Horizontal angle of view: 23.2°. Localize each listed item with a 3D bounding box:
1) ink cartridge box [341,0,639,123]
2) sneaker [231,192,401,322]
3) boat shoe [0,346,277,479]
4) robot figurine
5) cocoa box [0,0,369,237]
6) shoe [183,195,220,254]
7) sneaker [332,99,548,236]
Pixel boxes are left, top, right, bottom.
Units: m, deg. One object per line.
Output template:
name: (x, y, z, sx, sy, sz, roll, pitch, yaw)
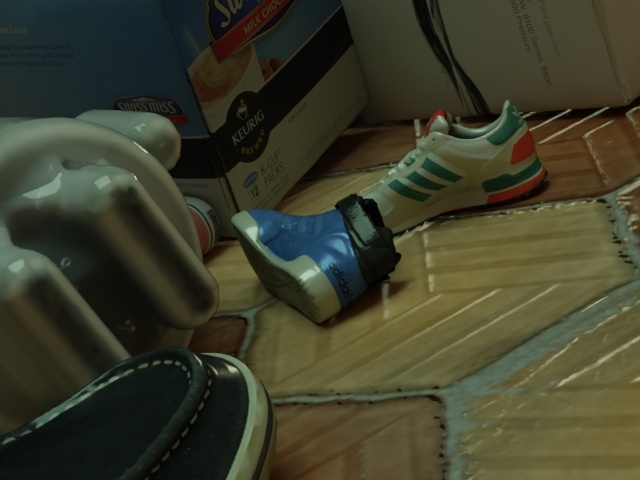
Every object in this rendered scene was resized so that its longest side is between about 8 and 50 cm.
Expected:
ink cartridge box: (0.177, -0.235, 1.387, 0.285, 0.166, 0.395, -34, 22, -35)
sneaker: (0.000, 0.001, 1.067, 0.085, 0.058, 0.152, -31, 25, -14)
boat shoe: (-0.210, 0.164, 0.682, 0.500, 0.156, 0.187, -33, 20, -37)
robot figurine: (-0.213, 0.018, 1.018, 0.300, 0.200, 0.353, -45, 27, -26)
cocoa box: (-0.177, -0.164, 1.344, 0.347, 0.228, 0.231, 4, 36, 34)
shoe: (-0.171, 0.002, 1.237, 0.178, 0.063, 0.081, -1, 21, 35)
sneaker: (0.077, -0.054, 1.121, 0.161, 0.075, 0.057, -15, 19, 13)
